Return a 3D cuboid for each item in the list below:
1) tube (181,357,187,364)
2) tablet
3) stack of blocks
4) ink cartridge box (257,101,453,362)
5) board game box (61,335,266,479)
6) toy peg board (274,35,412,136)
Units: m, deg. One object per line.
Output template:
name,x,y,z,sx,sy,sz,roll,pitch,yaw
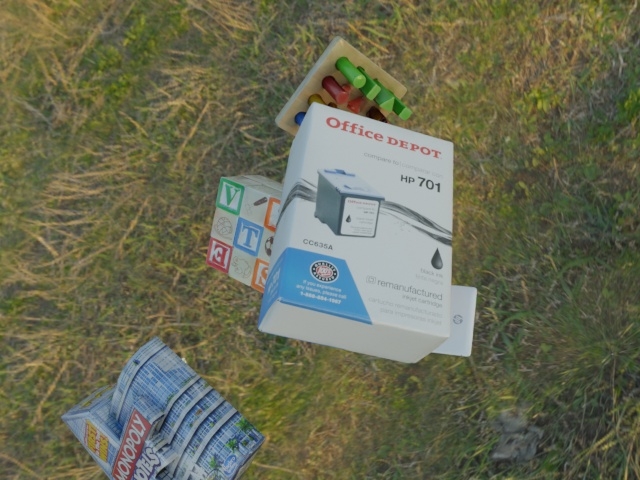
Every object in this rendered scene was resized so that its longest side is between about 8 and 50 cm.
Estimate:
tube,-0.192,0.256,0.851,0.062,0.240,0.070,11,46,28
tablet,0.153,0.093,0.720,0.054,0.006,0.083,3,69,20
stack of blocks,0.000,0.000,0.791,0.297,0.087,0.171,23,108,28
ink cartridge box,0.035,-0.007,0.525,0.139,0.082,0.191,13,62,-10
board game box,-0.169,0.197,0.611,0.194,0.060,0.194,37,129,14
toy peg board,0.046,-0.194,0.940,0.161,0.161,0.079,-50,42,18
